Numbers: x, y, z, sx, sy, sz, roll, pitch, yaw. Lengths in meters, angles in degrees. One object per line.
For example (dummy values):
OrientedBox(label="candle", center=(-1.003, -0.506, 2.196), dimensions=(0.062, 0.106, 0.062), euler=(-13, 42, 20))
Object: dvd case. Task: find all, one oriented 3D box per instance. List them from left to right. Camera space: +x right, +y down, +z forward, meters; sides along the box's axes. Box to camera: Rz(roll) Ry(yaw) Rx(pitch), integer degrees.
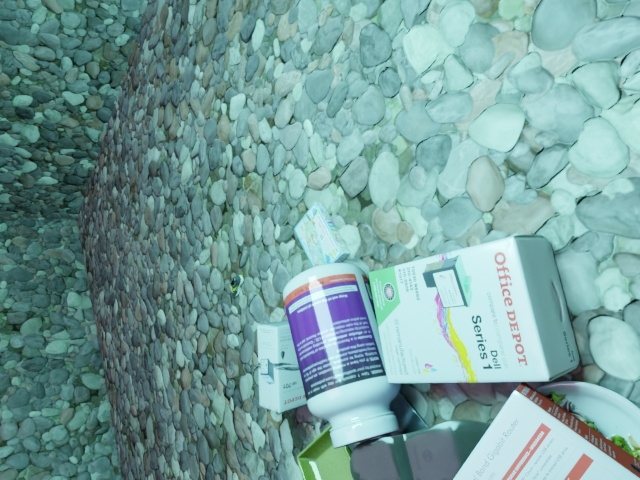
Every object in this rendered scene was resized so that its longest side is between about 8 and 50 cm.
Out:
OrientedBox(label="dvd case", center=(0.114, 0.369, 0.871), dimensions=(0.164, 0.018, 0.221), euler=(-53, 51, 13))

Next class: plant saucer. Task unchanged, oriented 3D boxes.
OrientedBox(label="plant saucer", center=(0.037, 0.531, 0.958), dimensions=(0.188, 0.045, 0.188), euler=(-55, 45, 32))

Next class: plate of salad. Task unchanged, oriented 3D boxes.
OrientedBox(label="plate of salad", center=(0.357, 0.297, 0.589), dimensions=(0.200, 0.048, 0.199), euler=(-4, 83, 35))

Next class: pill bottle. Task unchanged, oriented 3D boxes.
OrientedBox(label="pill bottle", center=(0.043, 0.218, 0.844), dimensions=(0.181, 0.181, 0.323), euler=(-40, 54, 40))

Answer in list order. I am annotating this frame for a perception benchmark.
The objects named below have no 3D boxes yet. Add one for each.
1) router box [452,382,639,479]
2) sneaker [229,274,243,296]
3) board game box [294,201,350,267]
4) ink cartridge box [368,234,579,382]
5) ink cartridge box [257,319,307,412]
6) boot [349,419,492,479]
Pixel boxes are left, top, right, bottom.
OrientedBox(label="router box", center=(0.295, 0.408, 0.534), dimensions=(0.301, 0.082, 0.335), euler=(36, 102, 31))
OrientedBox(label="sneaker", center=(-0.263, 0.138, 1.314), dimensions=(0.031, 0.035, 0.083), euler=(46, 122, 39))
OrientedBox(label="board game box", center=(0.000, 0.000, 1.029), dimensions=(0.103, 0.026, 0.154), euler=(-49, 55, 36))
OrientedBox(label="ink cartridge box", center=(0.232, 0.119, 0.702), dimensions=(0.278, 0.117, 0.201), euler=(-20, 75, 46))
OrientedBox(label="ink cartridge box", center=(-0.070, 0.287, 1.020), dimensions=(0.082, 0.140, 0.190), euler=(-7, 85, 46))
OrientedBox(label="boot", center=(0.211, 0.364, 0.729), dimensions=(0.305, 0.115, 0.112), euler=(-13, 65, 22))
